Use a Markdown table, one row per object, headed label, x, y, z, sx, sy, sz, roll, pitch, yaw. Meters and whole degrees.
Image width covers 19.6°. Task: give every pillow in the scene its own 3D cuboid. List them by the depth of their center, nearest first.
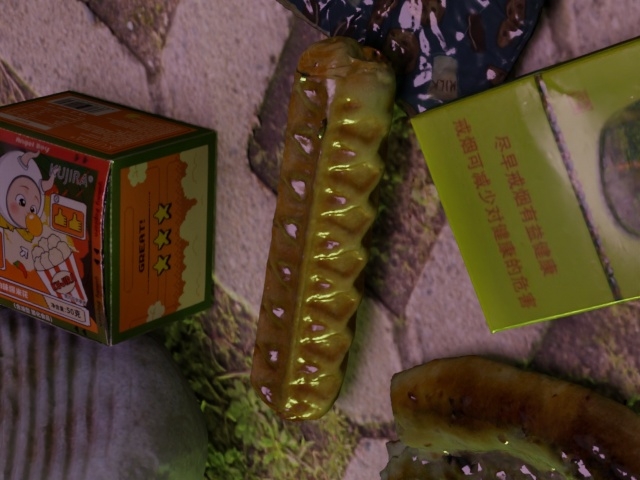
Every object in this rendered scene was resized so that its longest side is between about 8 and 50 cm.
| label | x | y | z | sx | sy | sz | roll | pitch | yaw |
| --- | --- | --- | --- | --- | --- | --- | --- | --- | --- |
| pillow | 0.063 | -0.212 | 1.478 | 0.255 | 0.034 | 0.189 | 45 | 126 | 22 |

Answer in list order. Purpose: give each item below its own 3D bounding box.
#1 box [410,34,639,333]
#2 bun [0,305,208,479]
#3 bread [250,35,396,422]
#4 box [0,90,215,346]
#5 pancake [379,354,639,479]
| label | x | y | z | sx | sy | sz | roll | pitch | yaw |
| --- | --- | --- | --- | --- | --- | --- | --- | --- | --- |
| box | 0.235 | -0.053 | 1.353 | 0.335 | 0.047 | 0.187 | -17 | 96 | 39 |
| bun | -0.280 | 0.215 | 1.728 | 0.362 | 0.362 | 0.211 | 27 | 156 | 31 |
| bread | -0.001 | -0.001 | 1.550 | 0.084 | 0.077 | 0.367 | 5 | 121 | -8 |
| box | -0.215 | -0.024 | 1.693 | 0.195 | 0.148 | 0.177 | 18 | 114 | 35 |
| pancake | 0.203 | 0.252 | 1.486 | 0.427 | 0.067 | 0.305 | 48 | 131 | 15 |
